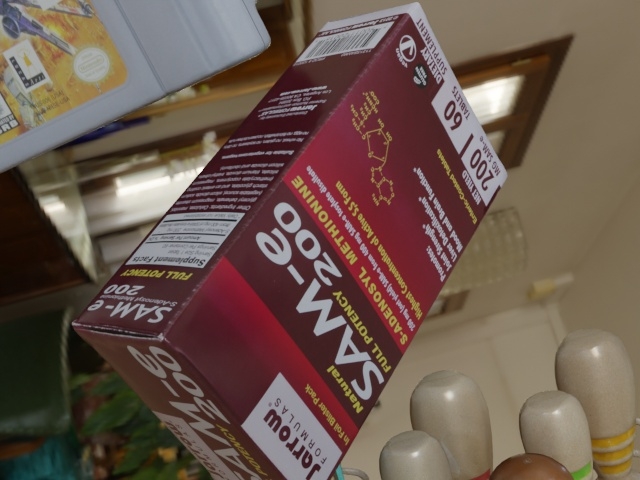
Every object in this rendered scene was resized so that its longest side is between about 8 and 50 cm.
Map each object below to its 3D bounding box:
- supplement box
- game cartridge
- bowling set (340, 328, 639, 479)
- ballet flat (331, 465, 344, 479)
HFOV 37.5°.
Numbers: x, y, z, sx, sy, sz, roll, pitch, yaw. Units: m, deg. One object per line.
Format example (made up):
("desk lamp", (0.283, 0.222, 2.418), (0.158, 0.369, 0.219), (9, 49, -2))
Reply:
("supplement box", (0.000, 0.000, 0.493), (0.073, 0.239, 0.130), (1, -44, 44))
("game cartridge", (-0.194, -0.156, 0.596), (0.198, 0.297, 0.062), (60, 33, -18))
("bowling set", (0.109, 0.184, 0.624), (0.200, 0.287, 0.154), (-95, 170, -76))
("ballet flat", (-0.003, 0.185, 0.576), (0.073, 0.067, 0.206), (99, -30, -68))
